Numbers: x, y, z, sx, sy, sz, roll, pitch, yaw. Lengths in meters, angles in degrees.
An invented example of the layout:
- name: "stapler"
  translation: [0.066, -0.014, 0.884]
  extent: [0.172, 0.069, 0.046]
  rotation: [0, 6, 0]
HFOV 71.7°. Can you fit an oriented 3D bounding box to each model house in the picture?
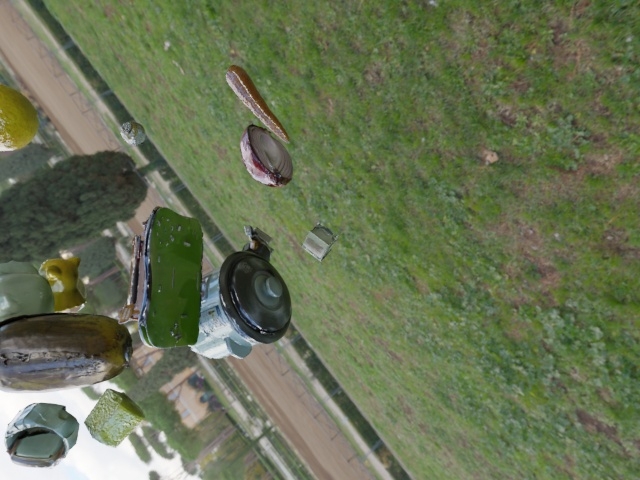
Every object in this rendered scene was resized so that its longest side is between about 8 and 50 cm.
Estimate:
- name: "model house"
  translation: [-0.376, 0.085, 0.973]
  extent: [0.207, 0.154, 0.293]
  rotation: [30, -122, -71]

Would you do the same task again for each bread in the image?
- name: "bread"
  translation: [-0.527, 0.458, 1.144]
  extent: [0.129, 0.114, 0.111]
  rotation: [15, 148, 49]

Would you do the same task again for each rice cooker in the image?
- name: "rice cooker"
  translation: [-0.228, 0.180, 1.220]
  extent: [0.264, 0.316, 0.317]
  rotation: [40, 168, -34]

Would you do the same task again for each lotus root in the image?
- name: "lotus root"
  translation: [-0.721, -0.412, 1.720]
  extent: [0.088, 0.088, 0.165]
  rotation: [55, 172, -4]
- name: "lotus root"
  translation: [-0.678, 0.282, 1.115]
  extent: [0.195, 0.398, 0.179]
  rotation: [-106, 18, -54]

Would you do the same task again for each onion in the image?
- name: "onion"
  translation: [-0.199, -0.270, 1.561]
  extent: [0.227, 0.120, 0.283]
  rotation: [30, -148, -38]

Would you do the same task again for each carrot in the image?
- name: "carrot"
  translation: [-0.130, -0.283, 0.930]
  extent: [0.216, 0.048, 0.048]
  rotation: [53, 159, 8]

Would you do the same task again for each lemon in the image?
- name: "lemon"
  translation: [-1.095, -0.417, 1.503]
  extent: [0.233, 0.234, 0.288]
  rotation: [59, 169, -13]

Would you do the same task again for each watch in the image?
- name: "watch"
  translation: [-1.000, 0.686, 1.583]
  extent: [0.161, 0.254, 0.241]
  rotation: [-88, 3, -54]

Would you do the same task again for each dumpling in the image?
- name: "dumpling"
  translation: [-0.903, 0.220, 1.264]
  extent: [0.321, 0.270, 0.211]
  rotation: [23, 128, 47]

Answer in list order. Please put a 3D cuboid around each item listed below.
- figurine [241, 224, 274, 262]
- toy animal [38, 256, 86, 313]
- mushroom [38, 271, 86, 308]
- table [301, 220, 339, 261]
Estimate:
- name: "figurine"
  translation: [-0.302, 0.067, 2.057]
  extent: [0.308, 0.143, 0.308]
  rotation: [-21, -90, -80]
- name: "toy animal"
  translation: [-0.874, 0.176, 1.498]
  extent: [0.156, 0.156, 0.229]
  rotation: [18, 112, 56]
- name: "mushroom"
  translation: [-1.011, 0.187, 1.633]
  extent: [0.189, 0.254, 0.195]
  rotation: [59, 170, 37]
- name: "table"
  translation: [0.000, 0.000, 1.308]
  extent: [0.079, 0.062, 0.083]
  rotation: [37, 140, 7]
